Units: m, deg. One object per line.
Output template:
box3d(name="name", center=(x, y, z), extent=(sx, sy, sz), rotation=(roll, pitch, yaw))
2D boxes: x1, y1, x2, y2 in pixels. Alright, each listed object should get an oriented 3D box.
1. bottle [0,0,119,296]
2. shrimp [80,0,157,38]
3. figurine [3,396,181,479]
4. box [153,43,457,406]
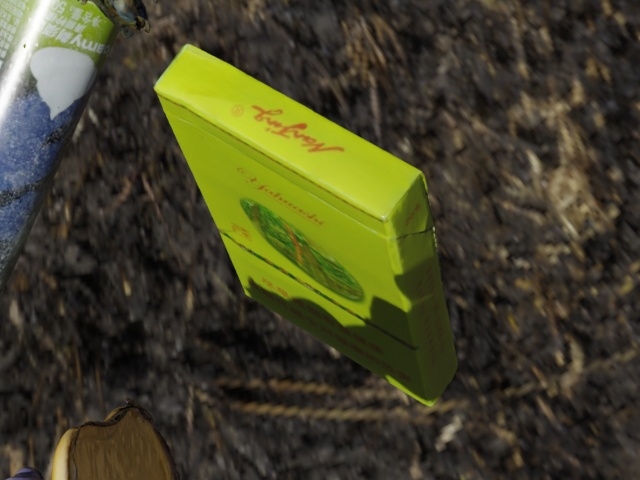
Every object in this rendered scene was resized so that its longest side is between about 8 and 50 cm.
box3d(name="bottle", center=(-0.249, -0.042, 1.306), extent=(0.093, 0.093, 0.330), rotation=(22, 101, -19))
box3d(name="shrimp", center=(-0.168, -0.191, 0.950), extent=(0.150, 0.051, 0.217), rotation=(6, 143, 33))
box3d(name="figurine", center=(-0.192, 0.190, 0.838), extent=(0.257, 0.208, 0.181), rotation=(-12, 92, 16))
box3d(name="box", center=(0.000, 0.000, 1.249), extent=(0.047, 0.187, 0.335), rotation=(-53, 158, -16))
